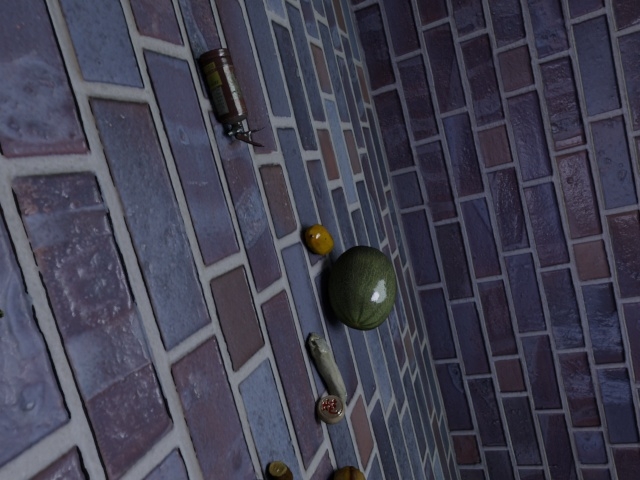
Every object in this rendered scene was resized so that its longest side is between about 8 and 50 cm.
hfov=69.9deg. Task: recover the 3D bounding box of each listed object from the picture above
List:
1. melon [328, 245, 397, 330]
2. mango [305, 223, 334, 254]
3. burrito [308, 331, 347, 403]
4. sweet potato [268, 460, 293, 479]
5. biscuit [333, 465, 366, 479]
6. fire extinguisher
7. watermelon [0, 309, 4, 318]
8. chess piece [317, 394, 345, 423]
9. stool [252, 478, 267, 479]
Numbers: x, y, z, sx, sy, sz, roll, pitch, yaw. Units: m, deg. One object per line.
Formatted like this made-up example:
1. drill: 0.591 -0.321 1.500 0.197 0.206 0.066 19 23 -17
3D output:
1. melon: 0.143 0.163 1.576 0.237 0.238 0.301 57 32 -42
2. mango: 0.000 0.000 1.532 0.190 0.075 0.098 31 57 -70
3. burrito: 0.029 0.406 1.418 0.082 0.059 0.275 -86 157 -67
4. sweet potato: -0.084 0.566 1.086 0.049 0.049 0.117 -73 148 -49
5. biscuit: 0.097 0.773 1.304 0.213 0.091 0.274 62 8 -23
6. fire extinguisher: -0.211 -0.348 1.148 0.075 0.106 0.252 -91 165 -78
7. watermelon: -0.443 -0.001 0.499 0.119 0.063 0.245 -91 158 -74
8. chess piece: 0.031 0.498 1.346 0.083 0.084 0.038 -75 164 -48
9. stool: 0.003 0.631 0.888 0.297 0.330 0.297 -12 90 -68
